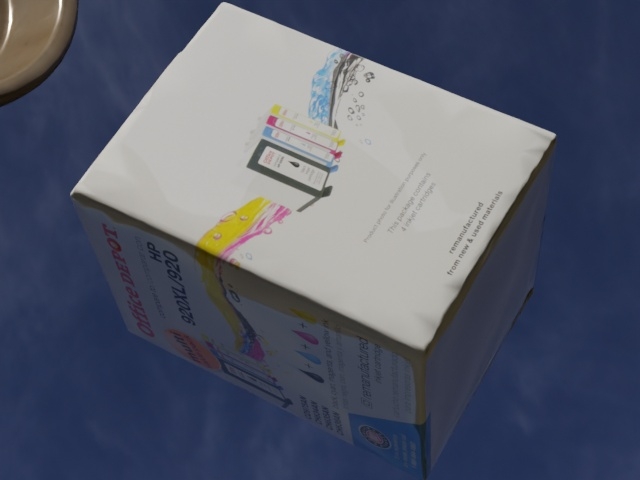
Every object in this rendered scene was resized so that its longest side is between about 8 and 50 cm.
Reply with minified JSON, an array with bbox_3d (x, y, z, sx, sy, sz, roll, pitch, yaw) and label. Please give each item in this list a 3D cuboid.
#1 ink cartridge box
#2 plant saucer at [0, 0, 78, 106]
[{"bbox_3d":[0.000,0.000,0.800,0.232,0.168,0.171,24,-28,19],"label":"ink cartridge box"},{"bbox_3d":[-0.237,-0.157,0.581,0.278,0.278,0.041,34,-55,-21],"label":"plant saucer"}]
